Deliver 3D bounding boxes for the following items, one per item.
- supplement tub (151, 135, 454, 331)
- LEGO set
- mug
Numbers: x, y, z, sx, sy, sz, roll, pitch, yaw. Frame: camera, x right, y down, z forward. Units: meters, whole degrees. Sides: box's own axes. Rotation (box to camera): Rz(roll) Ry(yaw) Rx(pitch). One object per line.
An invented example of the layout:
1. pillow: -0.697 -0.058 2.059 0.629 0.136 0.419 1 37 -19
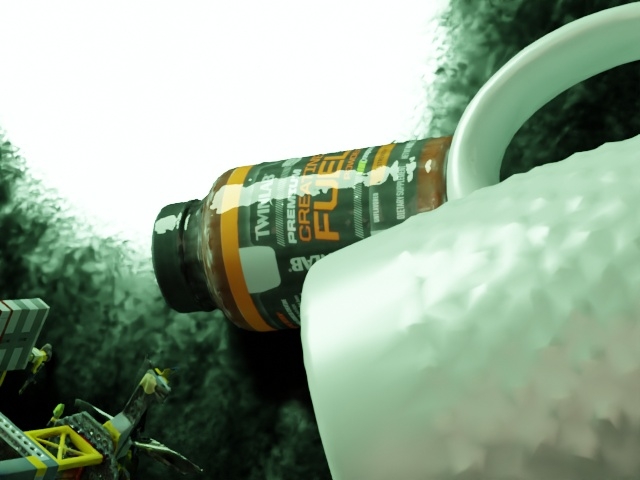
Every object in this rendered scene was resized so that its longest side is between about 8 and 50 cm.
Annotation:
1. supplement tub: 0.000 0.000 1.188 0.198 0.106 0.106 -8 63 20
2. LEGO set: -0.232 0.140 1.215 0.331 0.192 0.255 28 108 35
3. mug: 0.186 0.036 0.987 0.328 0.276 0.374 -22 56 13
